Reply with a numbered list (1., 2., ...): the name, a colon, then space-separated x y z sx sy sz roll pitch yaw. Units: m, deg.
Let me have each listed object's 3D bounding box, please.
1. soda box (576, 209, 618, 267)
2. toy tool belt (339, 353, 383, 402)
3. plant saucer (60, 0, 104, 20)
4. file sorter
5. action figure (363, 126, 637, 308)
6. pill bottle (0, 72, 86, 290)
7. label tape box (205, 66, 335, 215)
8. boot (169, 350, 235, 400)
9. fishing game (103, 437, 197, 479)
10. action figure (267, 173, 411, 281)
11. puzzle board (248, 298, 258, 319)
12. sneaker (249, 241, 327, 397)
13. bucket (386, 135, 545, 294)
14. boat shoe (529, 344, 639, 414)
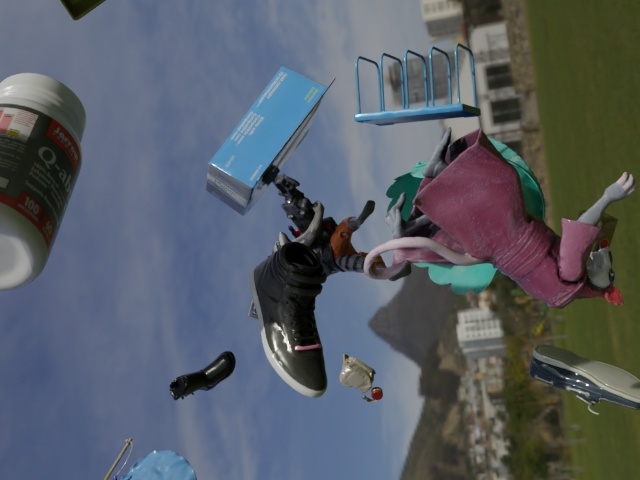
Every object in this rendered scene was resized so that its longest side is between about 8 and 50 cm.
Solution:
1. soda box: 0.557 0.027 1.846 0.058 0.061 0.181 -8 -61 -36
2. toy tool belt: 0.068 0.220 1.439 0.083 0.052 0.051 37 -156 -16
3. plant saucer: -0.550 -0.635 2.029 0.045 0.188 0.188 25 151 55
4. file sorter: 0.149 -0.239 1.369 0.118 0.170 0.105 -11 -82 -67
5. action figure: 0.296 0.004 1.319 0.276 0.370 0.248 -56 1 -29
6. pill bottle: -0.525 -0.111 1.500 0.210 0.210 0.363 70 -162 -44
7. label tape box: -0.104 -0.196 1.675 0.241 0.106 0.334 -55 1 -13
8. boot: -0.231 0.263 1.714 0.099 0.121 0.045 -3 -126 -51
9. fishing game: -0.354 0.553 1.927 0.189 0.264 0.041 -64 -23 -24
10. action figure: 0.000 0.000 2.043 0.341 0.330 0.179 47 -130 -31
11. puzzle board: -0.102 0.152 2.071 0.128 0.011 0.096 23 -114 -24
12. sneaker: -0.038 0.131 1.611 0.104 0.147 0.296 1 -127 -35
13. bucket: 0.282 -0.056 1.697 0.183 0.281 0.281 -39 -48 -26
14. boat shoe: 0.552 0.296 1.831 0.095 0.254 0.079 -26 -51 -54
